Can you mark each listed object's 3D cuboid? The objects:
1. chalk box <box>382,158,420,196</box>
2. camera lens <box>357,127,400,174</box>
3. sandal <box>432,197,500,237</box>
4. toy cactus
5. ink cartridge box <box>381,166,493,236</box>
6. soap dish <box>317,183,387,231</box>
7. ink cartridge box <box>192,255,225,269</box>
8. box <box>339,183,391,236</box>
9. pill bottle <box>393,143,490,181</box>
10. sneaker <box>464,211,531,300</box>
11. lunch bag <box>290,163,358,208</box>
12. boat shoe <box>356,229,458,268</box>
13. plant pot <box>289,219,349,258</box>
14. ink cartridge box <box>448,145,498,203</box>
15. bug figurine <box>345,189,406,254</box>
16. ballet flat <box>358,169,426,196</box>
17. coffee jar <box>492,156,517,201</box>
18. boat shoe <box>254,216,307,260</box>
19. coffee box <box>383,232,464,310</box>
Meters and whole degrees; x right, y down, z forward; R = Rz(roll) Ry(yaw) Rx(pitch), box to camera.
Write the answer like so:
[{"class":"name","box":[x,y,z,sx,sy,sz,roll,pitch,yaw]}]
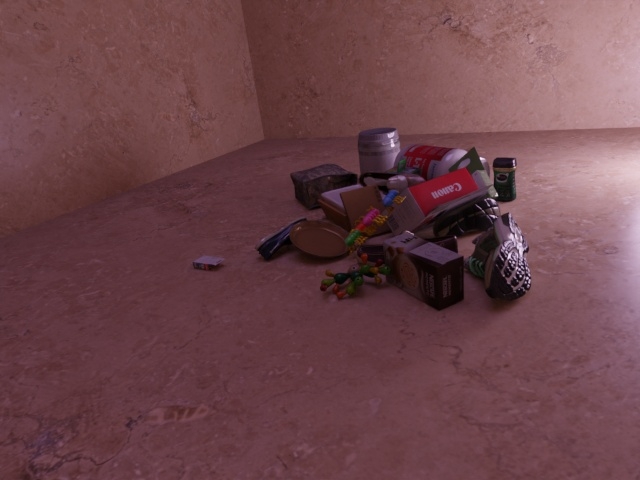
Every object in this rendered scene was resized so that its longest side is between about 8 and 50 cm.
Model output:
[{"class":"chalk box","box":[0.358,-0.254,2.126,0.132,0.212,0.132,11,28,39]},{"class":"camera lens","box":[0.312,-0.438,2.520,0.220,0.274,0.219,-7,22,3]},{"class":"sandal","box":[0.539,-0.083,1.781,0.303,0.120,0.086,-15,11,-17]},{"class":"toy cactus","box":[0.104,0.101,1.494,0.219,0.112,0.180,-23,7,4]},{"class":"ink cartridge box","box":[0.430,-0.153,1.772,0.310,0.130,0.272,-22,-14,-30]},{"class":"soap dish","box":[0.147,-0.143,2.052,0.229,0.118,0.291,-15,22,-18]},{"class":"ink cartridge box","box":[-0.415,0.085,1.795,0.115,0.029,0.063,7,25,30]},{"class":"box","box":[0.180,-0.113,1.888,0.165,0.201,0.021,-15,-11,-16]},{"class":"pill bottle","box":[0.546,-0.310,2.182,0.229,0.228,0.408,-21,25,-30]},{"class":"sneaker","box":[0.512,0.072,1.436,0.182,0.158,0.410,-31,9,34]},{"class":"lunch bag","box":[0.025,-0.282,2.377,0.287,0.168,0.235,-19,24,-14]},{"class":"boat shoe","box":[0.282,0.021,1.586,0.342,0.123,0.123,2,23,25]},{"class":"plant pot","box":[0.000,0.000,1.778,0.237,0.032,0.236,7,33,-5]},{"class":"ink cartridge box","box":[0.583,-0.231,1.899,0.056,0.234,0.171,-5,-25,-31]},{"class":"bug figurine","box":[0.176,-0.069,1.698,0.279,0.072,0.216,-48,-1,43]},{"class":"ballet flat","box":[0.283,-0.231,1.968,0.106,0.107,0.316,-8,15,-44]},{"class":"coffee jar","box":[0.784,-0.262,2.040,0.096,0.184,0.079,9,28,36]},{"class":"boat shoe","box":[-0.134,-0.010,1.841,0.255,0.079,0.095,-34,-10,-38]},{"class":"coffee box","box":[0.297,0.083,1.405,0.098,0.141,0.247,-19,23,-24]}]
